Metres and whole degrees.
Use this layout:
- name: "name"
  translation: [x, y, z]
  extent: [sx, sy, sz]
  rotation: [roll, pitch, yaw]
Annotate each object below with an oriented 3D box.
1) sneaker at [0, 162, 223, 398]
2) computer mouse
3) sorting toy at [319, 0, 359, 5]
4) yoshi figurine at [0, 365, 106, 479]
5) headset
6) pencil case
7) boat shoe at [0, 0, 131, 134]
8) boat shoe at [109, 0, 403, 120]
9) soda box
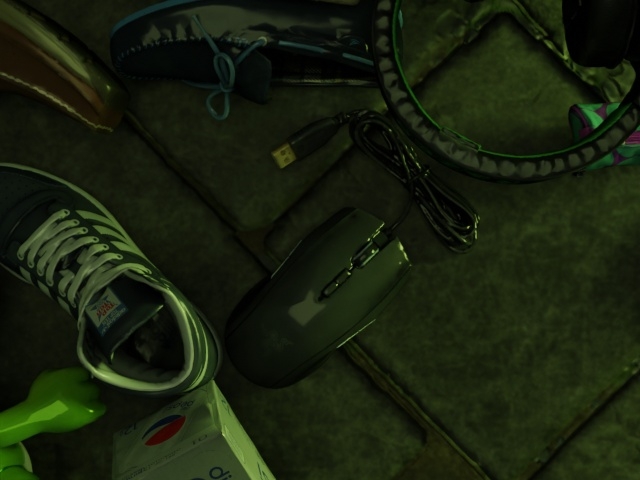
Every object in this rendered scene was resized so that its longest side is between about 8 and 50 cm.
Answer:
- name: "sneaker"
  translation: [-0.199, 0.028, 0.793]
  extent: [0.282, 0.153, 0.099]
  rotation: [40, 88, 0]
- name: "computer mouse"
  translation: [0.000, 0.000, 0.844]
  extent: [0.262, 0.060, 0.184]
  rotation: [-37, 90, -2]
- name: "sorting toy"
  translation: [-0.050, -0.300, 0.822]
  extent: [0.193, 0.038, 0.208]
  rotation: [8, 64, -1]
- name: "yoshi figurine"
  translation: [-0.296, 0.139, 0.785]
  extent: [0.204, 0.203, 0.362]
  rotation: [-26, 102, -19]
- name: "headset"
  translation: [0.201, -0.236, 0.806]
  extent: [0.243, 0.185, 0.394]
  rotation: [29, 93, 2]
- name: "pencil case"
  translation: [0.300, -0.095, 0.843]
  extent: [0.152, 0.070, 0.064]
  rotation: [-4, 106, 4]
- name: "boat shoe"
  translation: [-0.318, -0.175, 0.823]
  extent: [0.324, 0.122, 0.120]
  rotation: [32, 94, 8]
- name: "boat shoe"
  translation: [-0.053, -0.163, 0.822]
  extent: [0.258, 0.109, 0.089]
  rotation: [-7, 77, 1]
- name: "soda box"
  translation: [-0.058, 0.262, 0.774]
  extent: [0.098, 0.091, 0.286]
  rotation: [-28, 112, -1]
